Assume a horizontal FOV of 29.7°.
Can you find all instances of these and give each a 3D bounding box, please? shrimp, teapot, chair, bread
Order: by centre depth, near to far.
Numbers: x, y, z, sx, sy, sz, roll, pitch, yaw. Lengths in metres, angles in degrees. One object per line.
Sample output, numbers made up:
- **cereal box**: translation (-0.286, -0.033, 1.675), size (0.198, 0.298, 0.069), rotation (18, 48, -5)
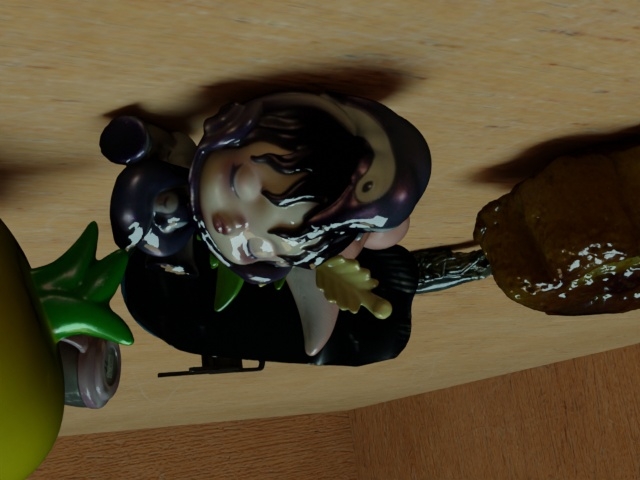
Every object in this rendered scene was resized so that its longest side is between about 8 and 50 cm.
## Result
- **bread**: translation (0.276, -0.017, 1.155), size (0.247, 0.135, 0.232), rotation (-2, 153, -20)
- **shrimp**: translation (0.116, 0.029, 1.457), size (0.262, 0.051, 0.198), rotation (-7, 168, 9)
- **teapot**: translation (-0.359, 0.171, 1.649), size (0.146, 0.116, 0.148), rotation (0, 174, 10)
- **chair**: translation (-0.136, 0.161, 1.826), size (0.212, 0.084, 0.101), rotation (2, 168, -41)

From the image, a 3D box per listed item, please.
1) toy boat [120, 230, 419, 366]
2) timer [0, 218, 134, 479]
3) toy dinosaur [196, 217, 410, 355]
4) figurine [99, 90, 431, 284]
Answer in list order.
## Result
- **toy boat**: translation (-0.055, 0.046, 1.214), size (0.299, 0.134, 0.092), rotation (8, -172, -18)
- **timer**: translation (-0.269, 0.070, 0.917), size (0.285, 0.285, 0.285), rotation (-8, 168, -2)
- **toy dinosaur**: translation (-0.005, 0.004, 1.025), size (0.152, 0.194, 0.177), rotation (-27, 138, 34)
- **figurine**: translation (-0.031, -0.040, 0.866), size (0.222, 0.145, 0.145), rotation (0, 171, 16)
